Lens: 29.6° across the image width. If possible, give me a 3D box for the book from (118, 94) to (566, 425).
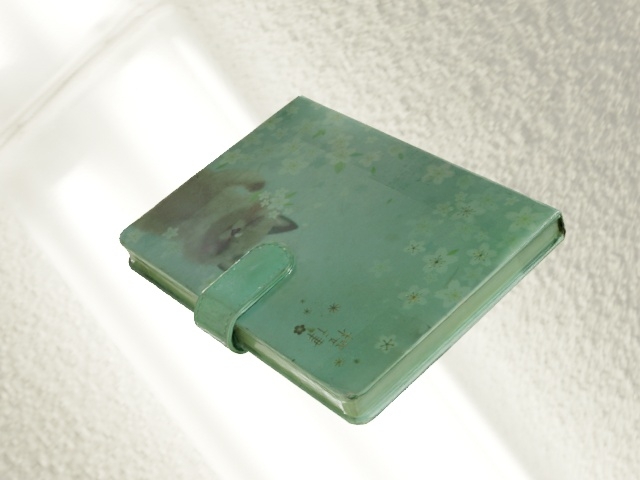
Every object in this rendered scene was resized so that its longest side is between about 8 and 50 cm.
[{"bbox_3d":[0.000,0.000,0.419,0.135,0.103,0.017,30,-29,43],"label":"book"}]
